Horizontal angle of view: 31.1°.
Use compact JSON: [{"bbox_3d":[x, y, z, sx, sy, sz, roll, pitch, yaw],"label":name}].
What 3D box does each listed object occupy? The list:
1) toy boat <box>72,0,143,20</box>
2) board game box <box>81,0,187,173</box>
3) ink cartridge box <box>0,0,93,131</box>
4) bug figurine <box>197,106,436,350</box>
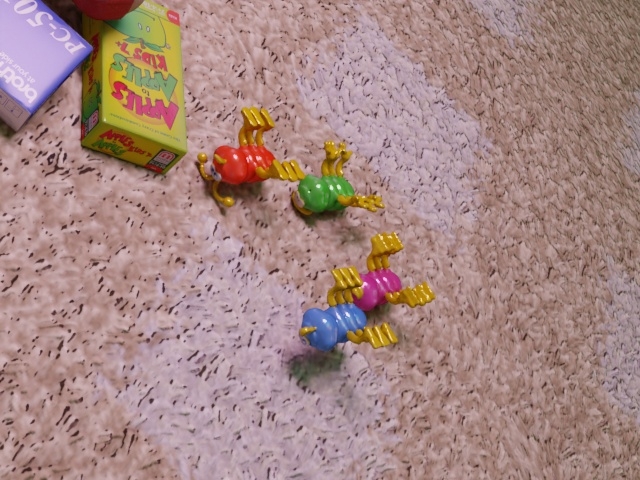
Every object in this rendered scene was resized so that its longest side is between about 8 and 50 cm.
[{"bbox_3d":[-0.262,-0.302,1.058,0.151,0.151,0.231,-22,58,-35],"label":"toy boat"},{"bbox_3d":[-0.183,-0.161,1.122,0.092,0.043,0.181,19,48,-35],"label":"board game box"},{"bbox_3d":[-0.311,-0.202,1.005,0.207,0.046,0.097,42,56,-13],"label":"ink cartridge box"},{"bbox_3d":[0.000,0.000,1.159,0.216,0.072,0.279,-2,58,-53],"label":"bug figurine"}]
